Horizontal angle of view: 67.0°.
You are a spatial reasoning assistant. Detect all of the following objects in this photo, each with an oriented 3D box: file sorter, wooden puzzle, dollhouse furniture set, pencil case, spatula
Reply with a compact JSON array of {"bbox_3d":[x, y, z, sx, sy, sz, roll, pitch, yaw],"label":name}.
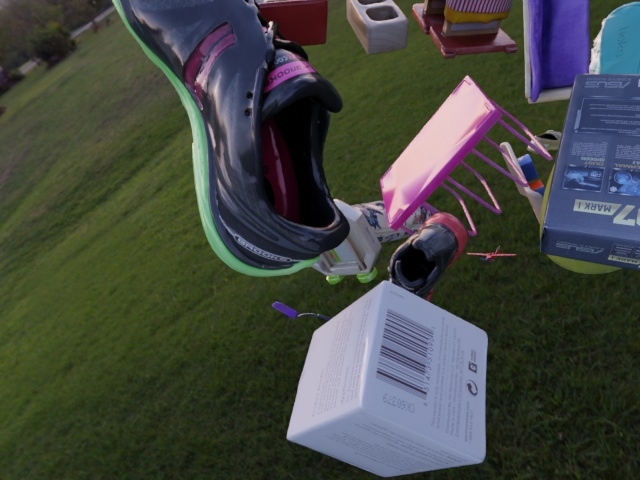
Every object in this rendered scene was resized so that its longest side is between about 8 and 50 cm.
[{"bbox_3d":[0.290,-0.139,0.997,0.291,0.182,0.202,-51,20,28],"label":"file sorter"},{"bbox_3d":[0.821,-0.187,1.852,0.080,0.322,0.348,-28,39,20],"label":"wooden puzzle"},{"bbox_3d":[0.095,-0.359,0.644,0.373,0.201,0.152,-10,50,-10],"label":"dollhouse furniture set"},{"bbox_3d":[0.241,-0.064,1.793,0.410,0.160,0.183,-10,41,-39],"label":"pencil case"},{"bbox_3d":[-0.035,0.281,1.796,0.084,0.296,0.031,128,155,-62],"label":"spatula"}]

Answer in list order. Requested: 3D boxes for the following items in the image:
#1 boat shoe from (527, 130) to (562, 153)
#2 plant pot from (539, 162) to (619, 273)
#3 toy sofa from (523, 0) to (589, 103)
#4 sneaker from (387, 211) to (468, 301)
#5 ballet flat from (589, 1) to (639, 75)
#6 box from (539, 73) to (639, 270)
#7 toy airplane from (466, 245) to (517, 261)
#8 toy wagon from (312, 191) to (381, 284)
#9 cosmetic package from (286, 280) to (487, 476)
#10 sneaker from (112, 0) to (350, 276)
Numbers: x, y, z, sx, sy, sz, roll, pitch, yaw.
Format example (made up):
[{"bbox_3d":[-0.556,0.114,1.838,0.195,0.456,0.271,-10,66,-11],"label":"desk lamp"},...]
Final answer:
[{"bbox_3d":[0.635,-0.282,1.346,0.152,0.048,0.056,-20,45,-29],"label":"boat shoe"},{"bbox_3d":[0.707,-0.103,1.270,0.274,0.293,0.275,-17,49,21],"label":"plant pot"},{"bbox_3d":[0.618,-0.552,1.260,0.150,0.363,0.177,0,23,28],"label":"toy sofa"},{"bbox_3d":[0.173,0.072,0.923,0.097,0.276,0.135,40,45,19],"label":"sneaker"},{"bbox_3d":[0.538,-0.215,0.854,0.146,0.146,0.410,12,83,45],"label":"ballet flat"},{"bbox_3d":[0.334,-0.058,0.427,0.232,0.059,0.184,10,66,27],"label":"box"},{"bbox_3d":[0.535,0.046,1.499,0.151,0.028,0.151,-6,10,1],"label":"toy airplane"},{"bbox_3d":[0.000,0.000,1.328,0.344,0.267,0.068,-8,31,46],"label":"toy wagon"},{"bbox_3d":[0.077,0.173,0.573,0.184,0.151,0.151,-46,21,51],"label":"cosmetic package"},{"bbox_3d":[-0.078,-0.193,0.545,0.202,0.484,0.185,-6,21,40],"label":"sneaker"}]
